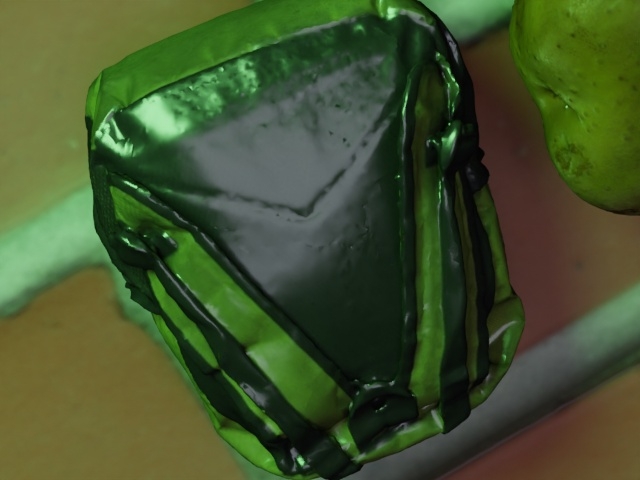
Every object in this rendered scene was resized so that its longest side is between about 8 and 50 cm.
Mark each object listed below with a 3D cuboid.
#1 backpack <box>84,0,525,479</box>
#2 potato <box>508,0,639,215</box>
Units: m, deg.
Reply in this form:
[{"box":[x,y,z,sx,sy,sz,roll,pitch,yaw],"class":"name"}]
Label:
[{"box":[0.000,0.000,0.954,0.207,0.140,0.253,-23,109,-1],"class":"backpack"},{"box":[0.220,-0.174,0.893,0.195,0.176,0.369,27,123,-6],"class":"potato"}]
